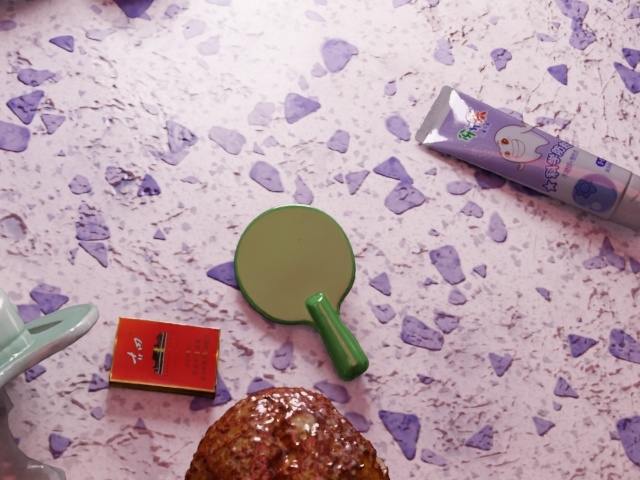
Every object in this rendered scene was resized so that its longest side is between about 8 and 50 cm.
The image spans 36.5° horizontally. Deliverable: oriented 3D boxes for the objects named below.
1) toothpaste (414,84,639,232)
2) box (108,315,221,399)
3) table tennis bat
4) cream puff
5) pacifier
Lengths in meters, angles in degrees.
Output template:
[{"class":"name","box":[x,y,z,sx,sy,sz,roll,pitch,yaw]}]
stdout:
[{"class":"toothpaste","box":[0.330,-0.119,1.471,0.371,0.080,0.125,25,61,11]},{"class":"box","box":[-0.193,0.146,1.214,0.133,0.023,0.090,9,57,-8]},{"class":"table tennis bat","box":[-0.013,0.068,1.280,0.160,0.039,0.257,-29,73,-6]},{"class":"cream puff","box":[-0.035,0.281,1.095,0.240,0.164,0.240,8,60,-15]},{"class":"pacifier","box":[-0.376,0.202,1.051,0.343,0.288,0.269,-34,105,-47]}]
